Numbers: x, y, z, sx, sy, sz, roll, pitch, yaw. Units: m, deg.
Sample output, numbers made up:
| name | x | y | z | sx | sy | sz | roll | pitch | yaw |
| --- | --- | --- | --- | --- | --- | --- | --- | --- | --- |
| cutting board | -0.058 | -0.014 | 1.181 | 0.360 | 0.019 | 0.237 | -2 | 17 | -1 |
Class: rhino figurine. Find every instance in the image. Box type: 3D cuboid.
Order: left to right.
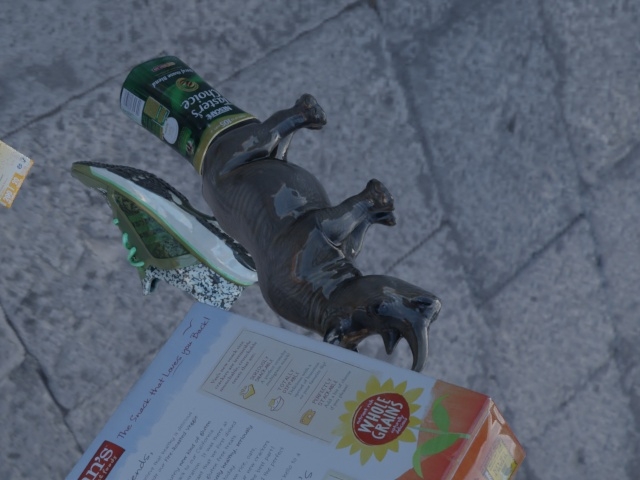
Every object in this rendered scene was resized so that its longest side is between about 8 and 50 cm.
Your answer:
| name | x | y | z | sx | sy | sz | roll | pitch | yaw |
| --- | --- | --- | --- | --- | --- | --- | --- | --- | --- |
| rhino figurine | 0.000 | 0.000 | 0.641 | 0.106 | 0.243 | 0.073 | -34 | 148 | -2 |

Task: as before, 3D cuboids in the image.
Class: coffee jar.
| name | x | y | z | sx | sy | sz | roll | pitch | yaw |
| --- | --- | --- | --- | --- | --- | --- | --- | --- | --- |
| coffee jar | -0.147 | -0.142 | 1.145 | 0.096 | 0.184 | 0.079 | -30 | 152 | -45 |

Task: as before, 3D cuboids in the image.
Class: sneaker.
| name | x | y | z | sx | sy | sz | roll | pitch | yaw |
| --- | --- | --- | --- | --- | --- | --- | --- | --- | --- |
| sneaker | -0.289 | 0.003 | 1.635 | 0.182 | 0.410 | 0.158 | -59 | 162 | 8 |

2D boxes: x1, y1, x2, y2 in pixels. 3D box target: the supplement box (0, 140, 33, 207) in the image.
| name | x | y | z | sx | sy | sz | roll | pitch | yaw |
| --- | --- | --- | --- | --- | --- | --- | --- | --- | --- |
| supplement box | -0.372 | -0.085 | 1.042 | 0.098 | 0.036 | 0.062 | 36 | 72 | -44 |

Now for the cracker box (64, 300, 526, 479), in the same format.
| name | x | y | z | sx | sy | sz | roll | pitch | yaw |
| --- | --- | --- | --- | --- | --- | --- | --- | --- | --- |
| cracker box | -0.025 | 0.135 | 0.540 | 0.155 | 0.232 | 0.067 | -55 | 135 | -22 |
